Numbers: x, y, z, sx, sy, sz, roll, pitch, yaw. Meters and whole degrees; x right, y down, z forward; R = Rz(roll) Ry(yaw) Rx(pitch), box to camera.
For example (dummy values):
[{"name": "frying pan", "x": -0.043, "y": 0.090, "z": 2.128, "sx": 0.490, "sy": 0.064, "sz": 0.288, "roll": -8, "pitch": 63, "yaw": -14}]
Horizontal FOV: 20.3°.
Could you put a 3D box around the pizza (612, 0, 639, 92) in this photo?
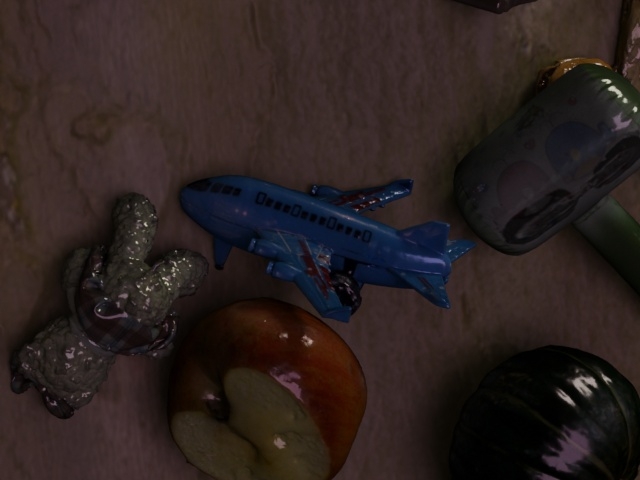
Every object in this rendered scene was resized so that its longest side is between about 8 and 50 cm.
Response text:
[{"name": "pizza", "x": 0.370, "y": -0.218, "z": 1.827, "sx": 0.181, "sy": 0.034, "sz": 0.262, "roll": 33, "pitch": 86, "yaw": -23}]

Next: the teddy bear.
[{"name": "teddy bear", "x": -0.186, "y": 0.071, "z": 1.611, "sx": 0.133, "sy": 0.111, "sz": 0.213, "roll": 41, "pitch": 81, "yaw": -18}]

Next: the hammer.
[{"name": "hammer", "x": 0.291, "y": -0.015, "z": 1.778, "sx": 0.206, "sy": 0.119, "sz": 0.335, "roll": -37, "pitch": 124, "yaw": 14}]

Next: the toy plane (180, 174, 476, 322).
[{"name": "toy plane", "x": 0.000, "y": 0.000, "z": 1.651, "sx": 0.271, "sy": 0.254, "sz": 0.105, "roll": 9, "pitch": 121, "yaw": 13}]

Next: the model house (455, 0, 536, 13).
[{"name": "model house", "x": 0.162, "y": -0.318, "z": 1.672, "sx": 0.188, "sy": 0.122, "sz": 0.229, "roll": -44, "pitch": 126, "yaw": -7}]

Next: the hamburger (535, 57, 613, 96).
[{"name": "hamburger", "x": 0.257, "y": -0.145, "z": 1.789, "sx": 0.083, "sy": 0.044, "sz": 0.076, "roll": -17, "pitch": 105, "yaw": -21}]

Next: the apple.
[{"name": "apple", "x": -0.050, "y": 0.137, "z": 1.640, "sx": 0.173, "sy": 0.160, "sz": 0.195, "roll": 25, "pitch": 133, "yaw": -21}]

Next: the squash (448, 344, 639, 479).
[{"name": "squash", "x": 0.222, "y": 0.209, "z": 1.754, "sx": 0.172, "sy": 0.218, "sz": 0.218, "roll": 18, "pitch": 91, "yaw": 19}]
